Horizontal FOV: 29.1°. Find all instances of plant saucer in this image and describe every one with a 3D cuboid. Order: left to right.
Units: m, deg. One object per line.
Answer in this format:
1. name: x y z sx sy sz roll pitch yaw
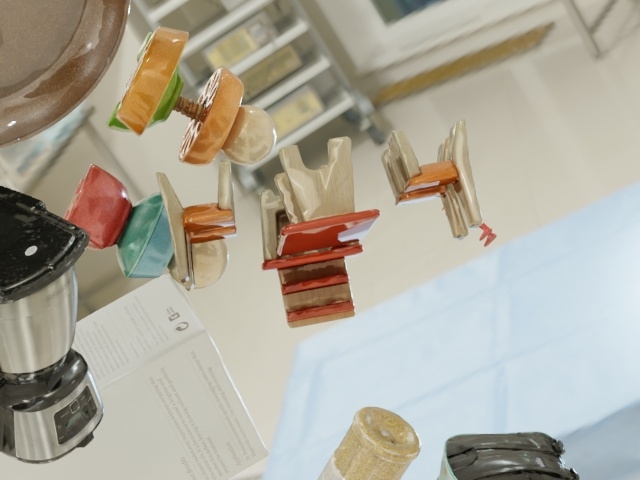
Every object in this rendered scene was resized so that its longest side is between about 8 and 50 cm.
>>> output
1. plant saucer: -0.321 -0.218 1.060 0.310 0.311 0.050 -33 40 3

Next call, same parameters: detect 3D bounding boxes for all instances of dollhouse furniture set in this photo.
1. dollhouse furniture set: 0.000 0.000 1.113 0.262 0.135 0.259 -10 -7 -5

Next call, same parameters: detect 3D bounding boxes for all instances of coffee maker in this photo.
1. coffee maker: -0.240 0.055 0.913 0.120 0.178 0.171 -21 44 -27

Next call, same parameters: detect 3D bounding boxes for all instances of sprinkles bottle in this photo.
1. sprinkles bottle: 0.033 0.437 2.007 0.121 0.121 0.355 -78 14 -64

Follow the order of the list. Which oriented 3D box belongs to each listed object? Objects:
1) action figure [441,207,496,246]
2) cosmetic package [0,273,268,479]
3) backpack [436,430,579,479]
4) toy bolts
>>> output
1. action figure: 0.157 -0.040 1.435 0.030 0.038 0.115 -43 62 8
2. cosmetic package: -0.281 0.236 1.421 0.385 0.217 0.156 -27 33 -10
3. backpack: 0.260 0.361 1.789 0.166 0.188 0.144 -105 28 -58
4. toy bolts: -0.125 -0.069 1.141 0.229 0.158 0.218 -67 13 -9
